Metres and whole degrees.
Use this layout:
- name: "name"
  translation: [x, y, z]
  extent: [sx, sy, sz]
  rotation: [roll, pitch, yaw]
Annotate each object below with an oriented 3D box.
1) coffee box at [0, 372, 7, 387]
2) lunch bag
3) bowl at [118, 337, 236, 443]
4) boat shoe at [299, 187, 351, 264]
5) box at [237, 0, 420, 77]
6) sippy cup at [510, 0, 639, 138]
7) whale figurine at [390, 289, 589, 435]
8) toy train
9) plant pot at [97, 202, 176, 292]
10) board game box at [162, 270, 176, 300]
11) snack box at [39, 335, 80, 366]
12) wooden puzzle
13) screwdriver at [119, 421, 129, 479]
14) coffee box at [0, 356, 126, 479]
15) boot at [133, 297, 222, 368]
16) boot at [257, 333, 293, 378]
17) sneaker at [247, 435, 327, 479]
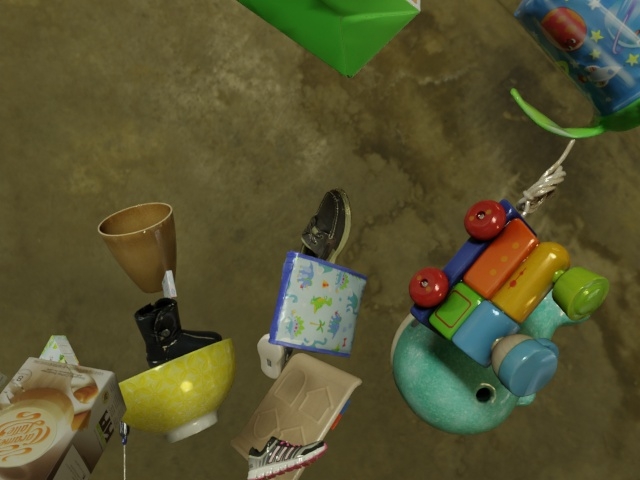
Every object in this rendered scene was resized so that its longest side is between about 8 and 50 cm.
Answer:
- name: "coffee box"
  translation: [-0.845, 0.310, 0.980]
  extent: [0.338, 0.334, 0.337]
  rotation: [46, 78, -16]
- name: "lunch bag"
  translation: [-0.013, 0.092, 0.787]
  extent: [0.151, 0.096, 0.128]
  rotation: [25, 74, -56]
- name: "bowl"
  translation: [-0.299, 0.336, 1.188]
  extent: [0.290, 0.289, 0.156]
  rotation: [-19, 82, -27]
- name: "boat shoe"
  translation: [-0.001, 0.000, 1.069]
  extent: [0.074, 0.223, 0.080]
  rotation: [-9, 45, -28]
- name: "box"
  translation: [-0.023, -0.354, 0.613]
  extent: [0.262, 0.127, 0.231]
  rotation: [28, 52, -27]
- name: "sippy cup"
  translation: [0.401, -0.306, 0.748]
  extent: [0.224, 0.240, 0.305]
  rotation: [39, 82, -3]
- name: "whale figurine"
  translation: [0.223, 0.136, 0.703]
  extent: [0.272, 0.141, 0.216]
  rotation: [-33, 103, 3]
- name: "toy train"
  translation: [0.214, 0.018, 0.533]
  extent: [0.105, 0.143, 0.248]
  rotation: [35, 96, -39]
- name: "plant pot"
  translation: [-0.574, 0.038, 1.831]
  extent: [0.237, 0.237, 0.254]
  rotation: [-25, 121, -28]
- name: "board game box"
  translation: [-0.478, 0.154, 1.750]
  extent: [0.020, 0.090, 0.090]
  rotation: [-5, 64, -27]
- name: "snack box"
  translation: [-0.611, 0.302, 1.270]
  extent: [0.037, 0.141, 0.100]
  rotation: [12, 28, -53]
- name: "wooden puzzle"
  translation: [-0.064, 0.501, 1.571]
  extent: [0.348, 0.322, 0.080]
  rotation: [-50, 118, -20]
- name: "screwdriver"
  translation: [-0.467, 0.499, 1.313]
  extent: [0.025, 0.024, 0.169]
  rotation: [-10, 68, 14]
- name: "coffee box"
  translation: [-0.391, 0.291, 0.751]
  extent: [0.141, 0.098, 0.246]
  rotation: [7, 38, 7]
- name: "boot"
  translation: [-0.430, 0.270, 1.699]
  extent: [0.247, 0.207, 0.094]
  rotation: [-12, 31, -19]
- name: "boot"
  translation: [-0.108, 0.264, 1.383]
  extent: [0.069, 0.190, 0.086]
  rotation: [26, 53, 12]
- name: "sneaker"
  translation: [-0.072, 0.425, 1.115]
  extent: [0.171, 0.063, 0.074]
  rotation: [-21, 61, 3]
